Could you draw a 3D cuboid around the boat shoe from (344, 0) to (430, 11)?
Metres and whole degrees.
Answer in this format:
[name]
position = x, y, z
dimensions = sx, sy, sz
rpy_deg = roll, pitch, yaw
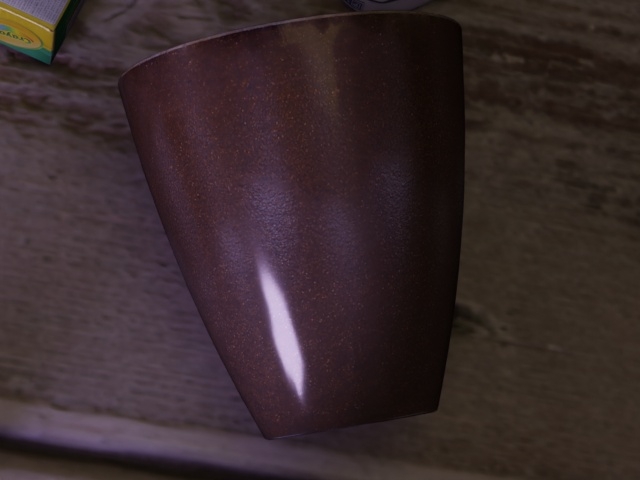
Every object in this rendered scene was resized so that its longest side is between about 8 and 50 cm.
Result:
[boat shoe]
position = 0.127, -0.242, 1.191
dimensions = 0.258, 0.084, 0.095
rpy_deg = -34, 78, -23

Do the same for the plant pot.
[plant pot]
position = 0.000, 0.000, 1.011
dimensions = 0.215, 0.215, 0.230
rpy_deg = -8, 85, -16

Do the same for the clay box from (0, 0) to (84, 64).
[clay box]
position = -0.255, -0.222, 1.111
dimensions = 0.222, 0.053, 0.127
rpy_deg = 24, 64, -1
